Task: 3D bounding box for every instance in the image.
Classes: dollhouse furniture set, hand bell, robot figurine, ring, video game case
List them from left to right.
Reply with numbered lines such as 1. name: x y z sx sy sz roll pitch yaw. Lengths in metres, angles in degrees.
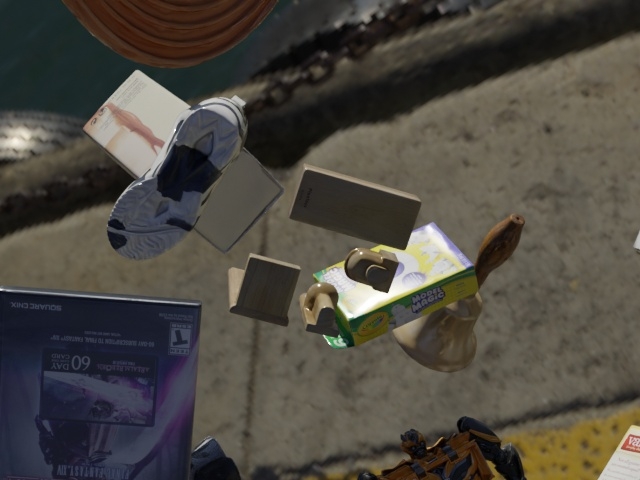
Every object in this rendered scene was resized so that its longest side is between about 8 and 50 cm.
1. video game case: -0.223 0.186 1.330 0.196 0.274 0.026 4 9 -3
2. ring: -0.063 -0.255 0.675 0.032 0.336 0.336 12 63 23
3. dollhouse furniture set: 0.000 0.000 1.321 0.123 0.144 0.151 -108 34 -74
4. robot figurine: 0.165 0.340 1.497 0.211 0.291 0.085 -27 1 -16
5. hand bell: 0.194 0.047 1.724 0.242 0.126 0.126 120 152 -43

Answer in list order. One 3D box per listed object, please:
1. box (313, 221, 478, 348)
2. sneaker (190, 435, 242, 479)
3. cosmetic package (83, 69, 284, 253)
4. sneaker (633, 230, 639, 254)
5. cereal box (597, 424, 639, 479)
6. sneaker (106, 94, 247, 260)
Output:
1. box: 0.072 0.051 1.513 0.179 0.043 0.105 -25 37 -11
2. sneaker: -0.188 0.280 1.585 0.153 0.268 0.101 -52 26 -1
3. cosmetic package: -0.201 -0.116 1.934 0.129 0.153 0.296 -48 36 -4
4. sneaker: 0.377 0.006 0.956 0.290 0.106 0.123 23 93 19
5. cereal box: 0.228 0.279 0.983 0.240 0.173 0.047 -54 24 -15
6. sneaker: -0.161 -0.085 1.640 0.235 0.094 0.153 -58 1 24
